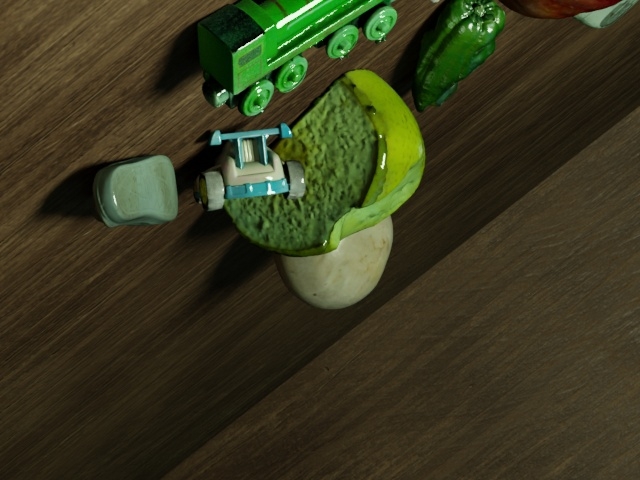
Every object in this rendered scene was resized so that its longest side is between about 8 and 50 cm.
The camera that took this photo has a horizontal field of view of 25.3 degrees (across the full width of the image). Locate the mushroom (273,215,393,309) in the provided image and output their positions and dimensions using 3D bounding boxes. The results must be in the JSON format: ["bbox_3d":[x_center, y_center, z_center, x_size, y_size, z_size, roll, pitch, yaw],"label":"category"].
[{"bbox_3d":[0.007,-0.011,2.169,0.206,0.209,0.206,-23,135,-25],"label":"mushroom"}]

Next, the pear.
[{"bbox_3d":[0.036,-0.088,1.936,0.292,0.159,0.292,-38,171,-7],"label":"pear"}]

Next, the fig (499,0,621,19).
[{"bbox_3d":[0.237,-0.348,1.522,0.249,0.204,0.186,29,82,-42],"label":"fig"}]

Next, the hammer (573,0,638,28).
[{"bbox_3d":[0.340,-0.367,1.888,0.336,0.119,0.206,-15,156,-46],"label":"hammer"}]

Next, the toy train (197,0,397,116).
[{"bbox_3d":[-0.018,-0.223,1.447,0.251,0.085,0.119,-36,154,-23],"label":"toy train"}]

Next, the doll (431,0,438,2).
[{"bbox_3d":[0.140,-0.311,1.663,0.058,0.040,0.085,-40,173,-44],"label":"doll"}]

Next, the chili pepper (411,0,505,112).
[{"bbox_3d":[0.173,-0.244,1.920,0.099,0.083,0.253,-43,175,-21],"label":"chili pepper"}]

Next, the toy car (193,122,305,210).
[{"bbox_3d":[-0.094,-0.095,1.737,0.126,0.098,0.161,-6,-170,-15],"label":"toy car"}]

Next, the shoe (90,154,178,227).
[{"bbox_3d":[-0.218,-0.052,1.573,0.078,0.079,0.195,-3,-176,13],"label":"shoe"}]
